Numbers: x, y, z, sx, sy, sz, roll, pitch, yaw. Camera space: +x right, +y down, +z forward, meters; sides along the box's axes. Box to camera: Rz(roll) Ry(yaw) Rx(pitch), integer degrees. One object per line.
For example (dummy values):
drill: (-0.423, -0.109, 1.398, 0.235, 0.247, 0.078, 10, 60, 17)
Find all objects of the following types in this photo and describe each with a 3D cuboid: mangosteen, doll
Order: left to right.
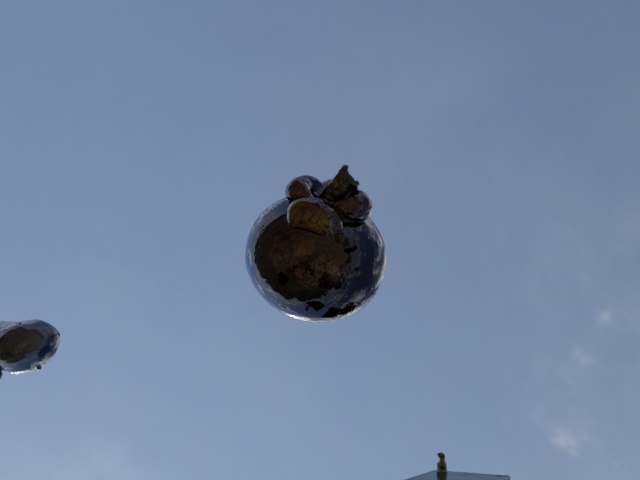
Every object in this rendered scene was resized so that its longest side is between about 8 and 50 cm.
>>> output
doll: (-0.180, 0.059, 0.855, 0.125, 0.037, 0.027, -7, -73, 56)
mangosteen: (0.000, 0.000, 1.311, 0.140, 0.140, 0.140, -9, -111, 26)

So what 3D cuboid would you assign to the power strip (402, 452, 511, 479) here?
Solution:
power strip: (0.126, 0.241, 1.430, 0.145, 0.215, 0.061, 1, -88, 27)
